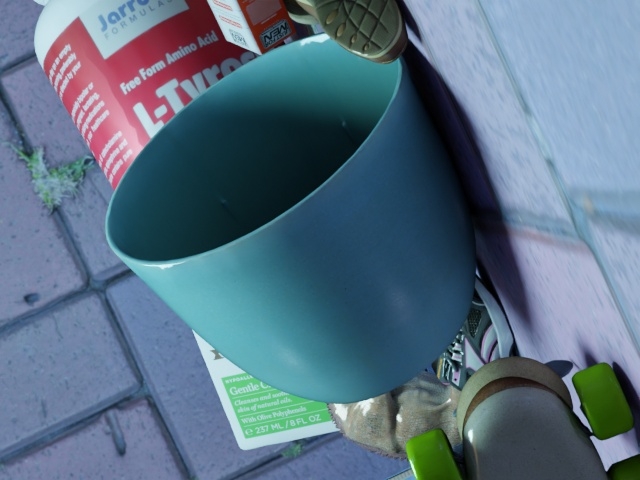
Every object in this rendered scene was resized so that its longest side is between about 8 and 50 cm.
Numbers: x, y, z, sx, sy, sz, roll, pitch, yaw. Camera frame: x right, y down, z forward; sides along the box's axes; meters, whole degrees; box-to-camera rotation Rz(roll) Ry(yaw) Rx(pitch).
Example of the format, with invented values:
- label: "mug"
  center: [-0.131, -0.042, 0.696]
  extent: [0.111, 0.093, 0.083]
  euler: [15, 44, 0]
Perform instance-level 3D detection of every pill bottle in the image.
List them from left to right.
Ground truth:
- label: "pill bottle"
  center: [-0.147, -0.166, 1.689]
  extent: [0.408, 0.229, 0.229]
  euler: [58, 176, 9]

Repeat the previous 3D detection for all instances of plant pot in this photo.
- label: "plant pot"
  center: [0.000, 0.000, 1.428]
  extent: [0.235, 0.293, 0.293]
  euler: [55, -178, -28]

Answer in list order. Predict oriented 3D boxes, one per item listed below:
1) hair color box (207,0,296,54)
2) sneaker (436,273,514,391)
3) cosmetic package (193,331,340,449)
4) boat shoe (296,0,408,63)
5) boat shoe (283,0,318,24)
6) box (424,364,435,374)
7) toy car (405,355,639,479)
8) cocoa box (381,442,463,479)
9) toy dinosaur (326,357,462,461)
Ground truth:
- label: "hair color box"
  center: [-0.080, -0.239, 1.456]
  extent: [0.072, 0.043, 0.141]
  euler: [31, 151, 54]
- label: "sneaker"
  center: [0.143, 0.105, 1.564]
  extent: [0.072, 0.077, 0.178]
  euler: [-126, 13, -67]
- label: "cosmetic package"
  center: [-0.054, 0.039, 1.932]
  extent: [0.155, 0.197, 0.365]
  euler: [-61, -48, -63]
- label: "boat shoe"
  center: [0.028, -0.193, 1.374]
  extent: [0.060, 0.064, 0.178]
  euler: [39, -174, -41]
- label: "boat shoe"
  center: [-0.066, -0.305, 1.567]
  extent: [0.302, 0.113, 0.103]
  euler: [-120, 12, -49]
- label: "box"
  center: [0.104, 0.067, 2.037]
  extent: [0.159, 0.044, 0.233]
  euler: [64, 180, -33]
- label: "toy car"
  center: [0.152, 0.147, 1.226]
  extent: [0.188, 0.155, 0.149]
  euler: [-94, -19, -72]
- label: "cocoa box"
  center: [0.188, 0.377, 1.525]
  extent: [0.231, 0.228, 0.347]
  euler: [71, 173, -62]
- label: "toy dinosaur"
  center: [0.096, 0.192, 1.740]
  extent: [0.127, 0.295, 0.200]
  euler: [-35, -37, -69]
